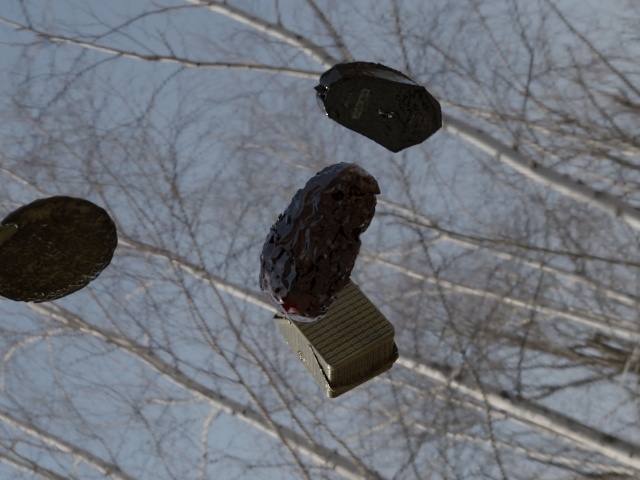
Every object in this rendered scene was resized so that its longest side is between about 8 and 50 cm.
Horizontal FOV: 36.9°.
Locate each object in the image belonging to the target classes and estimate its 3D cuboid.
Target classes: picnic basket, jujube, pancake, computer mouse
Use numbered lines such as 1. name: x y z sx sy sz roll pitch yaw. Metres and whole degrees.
1. picnic basket: 0.019 0.123 1.319 0.115 0.164 0.079 -26 -39 -21
2. jujube: -0.004 -0.002 0.960 0.104 0.104 0.165 31 -99 -45
3. pancake: -0.359 0.014 1.267 0.199 0.021 0.199 -19 -37 -15
4. computer mouse: 0.075 -0.177 1.224 0.172 0.057 0.099 18 -56 -9
